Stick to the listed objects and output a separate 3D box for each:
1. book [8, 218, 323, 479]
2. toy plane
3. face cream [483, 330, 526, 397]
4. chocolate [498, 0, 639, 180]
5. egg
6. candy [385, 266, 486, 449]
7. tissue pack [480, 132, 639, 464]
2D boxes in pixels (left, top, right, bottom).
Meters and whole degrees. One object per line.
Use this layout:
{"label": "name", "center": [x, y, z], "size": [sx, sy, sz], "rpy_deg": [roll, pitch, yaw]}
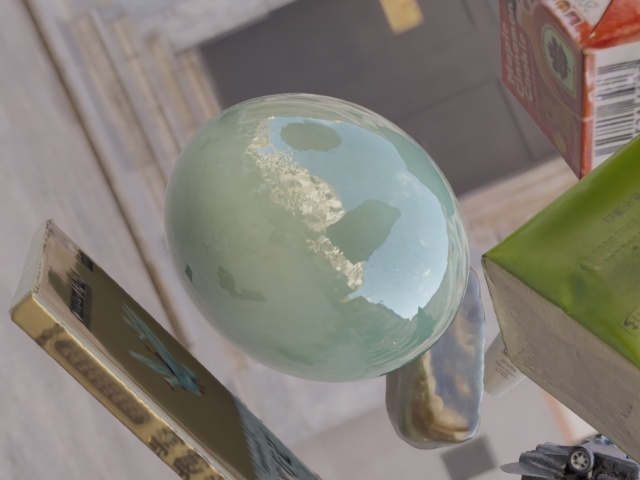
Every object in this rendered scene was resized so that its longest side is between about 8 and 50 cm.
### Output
{"label": "book", "center": [-0.045, 0.116, 0.905], "size": [0.310, 0.021, 0.217], "rpy_deg": [45, 3, -12]}
{"label": "toy plane", "center": [0.346, 0.271, 1.844], "size": [0.212, 0.267, 0.088], "rpy_deg": [-12, 108, -58]}
{"label": "face cream", "center": [0.274, 0.125, 2.173], "size": [0.072, 0.182, 0.051], "rpy_deg": [39, 14, -6]}
{"label": "chocolate", "center": [0.289, -0.211, 1.874], "size": [0.237, 0.108, 0.234], "rpy_deg": [79, -15, -49]}
{"label": "egg", "center": [0.000, 0.000, 1.675], "size": [0.389, 0.276, 0.276], "rpy_deg": [31, 31, -52]}
{"label": "candy", "center": [0.139, 0.137, 2.034], "size": [0.104, 0.102, 0.234], "rpy_deg": [150, -51, -64]}
{"label": "tissue pack", "center": [0.307, 0.024, 1.381], "size": [0.200, 0.275, 0.167], "rpy_deg": [40, -20, 40]}
